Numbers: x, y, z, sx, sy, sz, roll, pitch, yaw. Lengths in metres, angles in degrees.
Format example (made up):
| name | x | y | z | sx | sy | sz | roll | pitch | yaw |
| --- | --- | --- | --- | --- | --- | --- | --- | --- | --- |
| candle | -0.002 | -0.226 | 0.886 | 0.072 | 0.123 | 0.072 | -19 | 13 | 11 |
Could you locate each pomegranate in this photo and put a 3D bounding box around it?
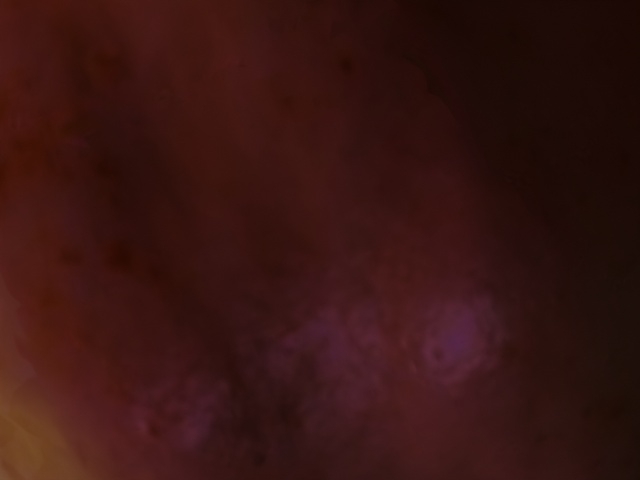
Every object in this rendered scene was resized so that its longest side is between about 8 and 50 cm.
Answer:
| name | x | y | z | sx | sy | sz | roll | pitch | yaw |
| --- | --- | --- | --- | --- | --- | --- | --- | --- | --- |
| pomegranate | 0.000 | 0.000 | 0.663 | 0.411 | 0.411 | 0.411 | 166 | 90 | -82 |
